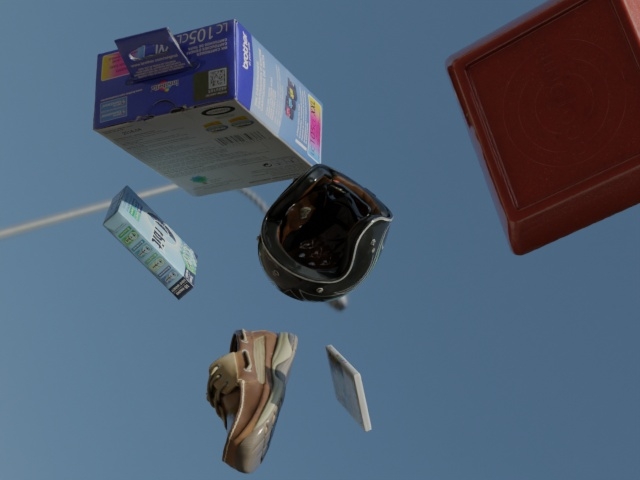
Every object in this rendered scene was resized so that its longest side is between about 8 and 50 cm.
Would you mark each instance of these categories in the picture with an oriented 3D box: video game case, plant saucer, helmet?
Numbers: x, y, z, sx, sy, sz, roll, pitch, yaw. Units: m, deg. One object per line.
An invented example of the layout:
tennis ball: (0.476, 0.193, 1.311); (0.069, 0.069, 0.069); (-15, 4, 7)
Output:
video game case: (0.038, 0.205, 1.583); (0.122, 0.011, 0.087); (-143, -142, -67)
plant saucer: (0.270, -0.148, 1.237); (0.259, 0.047, 0.258); (-27, -108, 31)
helmet: (0.000, 0.000, 1.461); (0.169, 0.169, 0.161); (44, -75, 32)

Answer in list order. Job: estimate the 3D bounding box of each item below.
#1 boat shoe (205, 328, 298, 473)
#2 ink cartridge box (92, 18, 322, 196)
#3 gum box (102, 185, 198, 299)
boat shoe: (-0.113, 0.226, 1.651); (0.116, 0.324, 0.123); (17, -70, -1)
ink cartridge box: (-0.193, -0.221, 1.889); (0.270, 0.395, 0.151); (-9, -109, 22)
gum box: (-0.292, 0.002, 1.968); (0.184, 0.041, 0.157); (46, 10, -17)
